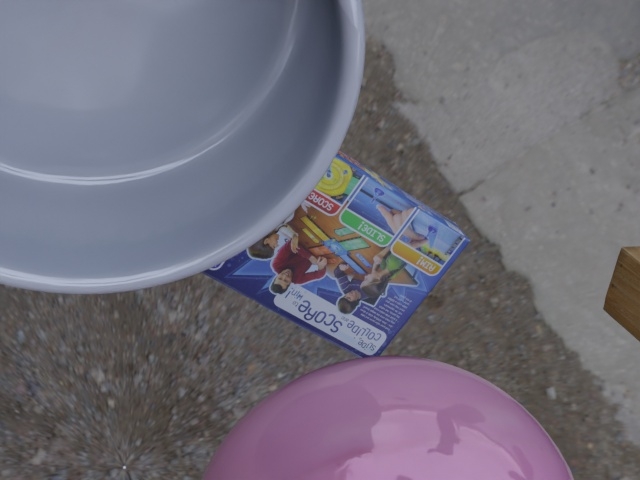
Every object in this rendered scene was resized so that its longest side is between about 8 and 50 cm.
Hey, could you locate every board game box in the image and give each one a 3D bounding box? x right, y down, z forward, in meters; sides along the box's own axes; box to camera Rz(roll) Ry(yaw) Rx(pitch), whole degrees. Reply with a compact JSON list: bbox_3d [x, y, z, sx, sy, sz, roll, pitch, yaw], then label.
[{"bbox_3d":[0.000,0.000,0.892,0.201,0.035,0.136,31,104,-25],"label":"board game box"}]

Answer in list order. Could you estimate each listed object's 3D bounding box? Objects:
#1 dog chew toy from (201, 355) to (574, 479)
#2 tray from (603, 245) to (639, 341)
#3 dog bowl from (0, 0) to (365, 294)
[{"bbox_3d":[0.054,0.220,0.531,0.207,0.206,0.331,-9,51,-12],"label":"dog chew toy"},{"bbox_3d":[0.430,0.127,0.901,0.203,0.411,0.076,0,117,-23],"label":"tray"},{"bbox_3d":[-0.116,-0.106,0.561,0.265,0.264,0.104,-3,37,-10],"label":"dog bowl"}]
